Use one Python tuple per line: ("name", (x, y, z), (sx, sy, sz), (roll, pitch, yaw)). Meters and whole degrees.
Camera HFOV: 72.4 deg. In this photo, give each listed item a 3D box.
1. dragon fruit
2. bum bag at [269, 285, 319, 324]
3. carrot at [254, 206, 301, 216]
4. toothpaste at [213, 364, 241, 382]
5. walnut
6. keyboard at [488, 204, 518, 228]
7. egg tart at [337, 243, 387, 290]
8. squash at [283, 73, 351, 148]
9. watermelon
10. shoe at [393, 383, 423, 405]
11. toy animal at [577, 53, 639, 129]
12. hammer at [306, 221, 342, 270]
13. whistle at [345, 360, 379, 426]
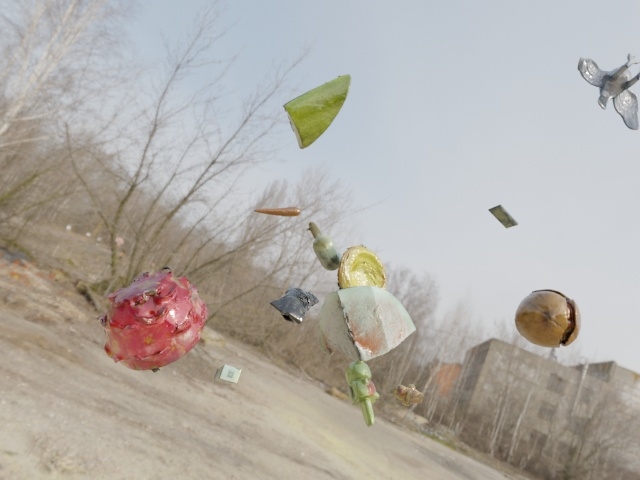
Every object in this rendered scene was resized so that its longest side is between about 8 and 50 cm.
("dragon fruit", (-0.618, 0.262, 1.577), (0.386, 0.371, 0.249), (-14, -47, -4))
("bum bag", (-0.099, 0.248, 1.775), (0.144, 0.095, 0.340), (32, 13, 7))
("carrot", (-0.199, -0.133, 2.025), (0.216, 0.048, 0.048), (0, -9, -10))
("toothpaste", (-0.437, 0.627, 2.043), (0.089, 0.071, 0.313), (20, -23, -11))
("walnut", (0.799, 0.282, 1.565), (0.209, 0.209, 0.336), (22, -8, 16))
("keyboard", (0.761, -0.097, 1.818), (0.055, 0.014, 0.176), (-22, -39, 38))
("egg tart", (0.184, 0.179, 2.082), (0.315, 0.315, 0.120), (32, -29, -27))
("squash", (0.023, -0.426, 1.470), (0.093, 0.252, 0.169), (55, -10, 44))
("watermelon", (0.136, 0.264, 1.245), (0.289, 0.214, 0.320), (12, -50, -15))
("shoe", (0.302, 0.535, 1.512), (0.109, 0.072, 0.069), (4, 3, -36))
("toy animal", (0.786, -0.412, 1.171), (0.239, 0.255, 0.176), (47, -13, 5))
("hammer", (0.000, 0.000, 2.176), (0.305, 0.113, 0.202), (60, -5, 44))
("whistle", (0.172, 0.612, 1.790), (0.106, 0.288, 0.131), (2, -43, -20))
